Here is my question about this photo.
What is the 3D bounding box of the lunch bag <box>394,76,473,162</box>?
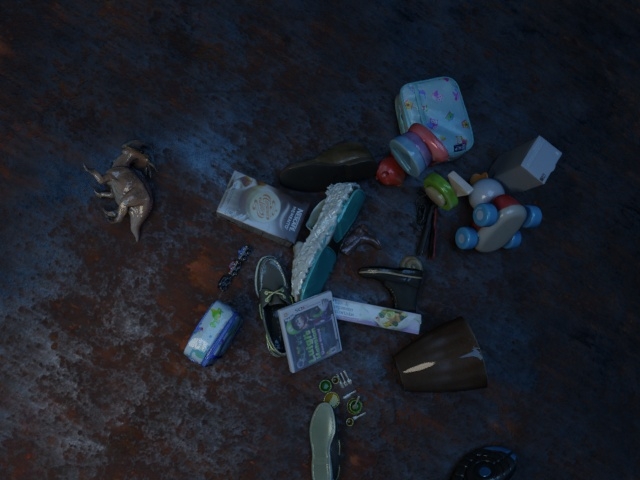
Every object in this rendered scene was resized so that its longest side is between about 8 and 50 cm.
[{"bbox_3d":[0.365,-0.384,1.711,0.224,0.108,0.279,-11,83,-13],"label":"lunch bag"}]

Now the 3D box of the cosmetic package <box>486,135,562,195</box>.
[{"bbox_3d":[0.636,-0.228,1.668,0.107,0.238,0.127,35,75,-3],"label":"cosmetic package"}]

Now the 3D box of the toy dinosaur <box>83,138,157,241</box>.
[{"bbox_3d":[-0.539,-0.154,1.499,0.200,0.127,0.296,-24,91,-20],"label":"toy dinosaur"}]

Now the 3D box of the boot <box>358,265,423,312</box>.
[{"bbox_3d":[0.213,0.151,1.615,0.197,0.077,0.137,5,94,1],"label":"boot"}]

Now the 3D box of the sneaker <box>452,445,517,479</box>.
[{"bbox_3d":[0.449,0.747,1.548,0.341,0.125,0.140,-31,115,-17],"label":"sneaker"}]

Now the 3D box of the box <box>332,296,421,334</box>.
[{"bbox_3d":[0.143,0.226,1.587,0.324,0.067,0.063,12,79,-8],"label":"box"}]

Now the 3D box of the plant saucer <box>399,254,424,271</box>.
[{"bbox_3d":[0.292,0.087,1.664,0.083,0.015,0.083,2,80,-11],"label":"plant saucer"}]

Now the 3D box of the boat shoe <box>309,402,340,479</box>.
[{"bbox_3d":[0.017,0.584,1.503,0.081,0.068,0.228,-5,74,29],"label":"boat shoe"}]

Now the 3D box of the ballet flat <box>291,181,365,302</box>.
[{"bbox_3d":[0.000,0.000,1.578,0.147,0.147,0.409,30,75,-4],"label":"ballet flat"}]

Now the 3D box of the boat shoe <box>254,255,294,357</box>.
[{"bbox_3d":[-0.126,0.189,1.528,0.109,0.091,0.305,-7,82,-12],"label":"boat shoe"}]

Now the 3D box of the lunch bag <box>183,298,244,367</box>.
[{"bbox_3d":[-0.289,0.258,1.421,0.090,0.219,0.176,32,75,3],"label":"lunch bag"}]

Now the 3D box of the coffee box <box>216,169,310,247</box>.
[{"bbox_3d":[-0.170,-0.091,1.564,0.246,0.098,0.141,22,77,-6],"label":"coffee box"}]

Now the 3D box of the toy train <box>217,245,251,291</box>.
[{"bbox_3d":[-0.257,0.080,1.557,0.036,0.027,0.158,31,77,7],"label":"toy train"}]

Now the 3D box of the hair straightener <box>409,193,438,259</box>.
[{"bbox_3d":[0.335,-0.059,1.681,0.089,0.047,0.230,13,78,-9],"label":"hair straightener"}]

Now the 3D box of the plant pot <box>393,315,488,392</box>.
[{"bbox_3d":[0.341,0.359,1.546,0.230,0.215,0.215,-16,84,1],"label":"plant pot"}]

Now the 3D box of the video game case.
[{"bbox_3d":[-0.027,0.258,1.486,0.173,0.022,0.190,-18,106,-29],"label":"video game case"}]

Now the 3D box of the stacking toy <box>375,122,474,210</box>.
[{"bbox_3d":[0.290,-0.186,1.564,0.130,0.309,0.279,-38,86,-7],"label":"stacking toy"}]

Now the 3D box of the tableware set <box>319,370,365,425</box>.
[{"bbox_3d":[0.064,0.473,1.551,0.104,0.024,0.154,-24,86,-13],"label":"tableware set"}]

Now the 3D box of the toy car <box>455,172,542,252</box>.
[{"bbox_3d":[0.535,-0.106,1.685,0.219,0.210,0.238,0,51,-24],"label":"toy car"}]

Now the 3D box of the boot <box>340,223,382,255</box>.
[{"bbox_3d":[0.120,0.019,1.632,0.114,0.037,0.106,-39,76,-17],"label":"boot"}]

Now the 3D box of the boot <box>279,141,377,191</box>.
[{"bbox_3d":[0.017,-0.235,1.643,0.305,0.112,0.115,-10,53,-8],"label":"boot"}]
